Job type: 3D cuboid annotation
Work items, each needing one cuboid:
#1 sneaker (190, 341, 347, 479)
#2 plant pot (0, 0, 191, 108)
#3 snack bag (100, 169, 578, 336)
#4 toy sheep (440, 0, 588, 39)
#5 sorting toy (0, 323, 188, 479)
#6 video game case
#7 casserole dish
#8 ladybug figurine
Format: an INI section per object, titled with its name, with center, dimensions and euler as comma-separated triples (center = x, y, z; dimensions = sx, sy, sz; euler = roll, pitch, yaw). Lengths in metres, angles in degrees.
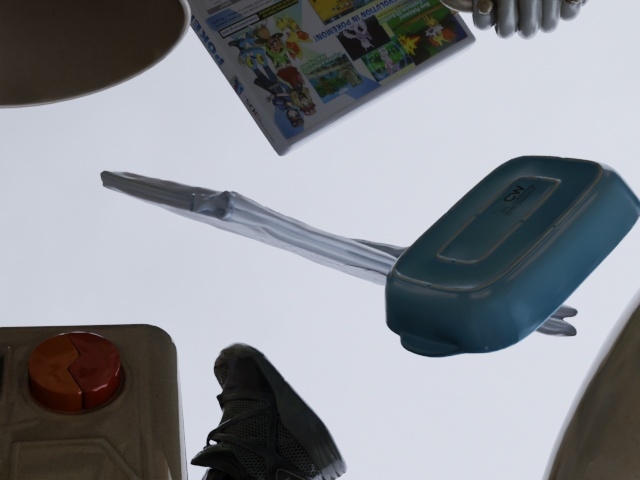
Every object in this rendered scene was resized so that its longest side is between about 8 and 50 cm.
[sneaker]
center = -0.079, 0.180, 1.078
dimensions = 0.130, 0.087, 0.227
euler = -30, -146, -13
[plant pot]
center = -0.270, -0.294, 1.000
dimensions = 0.256, 0.256, 0.274
euler = -27, -107, 42
[snack bag]
center = 0.000, 0.000, 0.980
dimensions = 0.323, 0.342, 0.037
euler = 15, -94, 62
[toy sheep]
center = 0.143, -0.179, 0.775
dimensions = 0.132, 0.091, 0.091
euler = -1, -119, 5
[sorting toy]
center = -0.192, 0.149, 0.692
dimensions = 0.307, 0.229, 0.041
euler = -104, -158, -52
[video game case]
center = -0.008, -0.290, 1.323
dimensions = 0.300, 0.329, 0.036
euler = 56, -34, 2
[casserole dish]
center = 0.114, 0.000, 0.694
dimensions = 0.188, 0.037, 0.114
euler = -40, -149, -30
[ladybug figurine]
center = 0.337, 0.163, 1.016
dimensions = 0.161, 0.305, 0.449
euler = 20, -136, 27
